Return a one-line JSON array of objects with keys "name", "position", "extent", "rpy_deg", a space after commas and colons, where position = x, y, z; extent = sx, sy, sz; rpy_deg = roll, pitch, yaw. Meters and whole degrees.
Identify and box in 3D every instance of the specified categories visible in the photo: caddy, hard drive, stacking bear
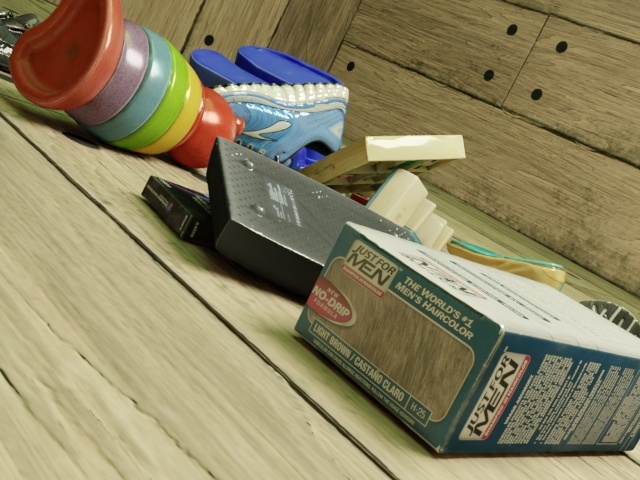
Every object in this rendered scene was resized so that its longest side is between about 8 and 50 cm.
[{"name": "caddy", "position": [-0.109, -0.231, 1.551], "extent": [0.241, 0.179, 0.341], "rpy_deg": [-15, 37, -41]}, {"name": "hard drive", "position": [0.000, 0.000, 0.850], "extent": [0.255, 0.054, 0.172], "rpy_deg": [25, 27, -27]}, {"name": "stacking bear", "position": [-0.223, -0.186, 1.095], "extent": [0.289, 0.175, 0.164], "rpy_deg": [29, 26, -51]}]

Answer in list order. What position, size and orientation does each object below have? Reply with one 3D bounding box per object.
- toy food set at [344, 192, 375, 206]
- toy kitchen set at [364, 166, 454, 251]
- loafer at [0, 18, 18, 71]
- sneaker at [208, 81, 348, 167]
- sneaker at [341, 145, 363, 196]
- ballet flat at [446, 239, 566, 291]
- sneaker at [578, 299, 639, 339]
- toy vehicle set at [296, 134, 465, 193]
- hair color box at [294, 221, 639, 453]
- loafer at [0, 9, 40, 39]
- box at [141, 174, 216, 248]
[{"name": "toy food set", "position": [0.102, -0.102, 1.561], "extent": [0.104, 0.111, 0.232], "rpy_deg": [25, -2, -4]}, {"name": "toy kitchen set", "position": [0.089, -0.034, 1.306], "extent": [0.166, 0.122, 0.207], "rpy_deg": [33, -8, 37]}, {"name": "loafer", "position": [-0.487, -0.301, 1.214], "extent": [0.223, 0.078, 0.076], "rpy_deg": [19, 12, -34]}, {"name": "sneaker", "position": [-0.104, -0.168, 1.306], "extent": [0.330, 0.147, 0.130], "rpy_deg": [-5, 7, -23]}, {"name": "sneaker", "position": [0.102, -0.136, 1.818], "extent": [0.146, 0.122, 0.330], "rpy_deg": [8, 13, -16]}, {"name": "ballet flat", "position": [0.290, 0.053, 1.381], "extent": [0.080, 0.073, 0.232], "rpy_deg": [14, 1, -41]}, {"name": "sneaker", "position": [0.494, 0.164, 1.351], "extent": [0.208, 0.081, 0.094], "rpy_deg": [33, 3, 2]}, {"name": "toy vehicle set", "position": [0.079, -0.113, 1.302], "extent": [0.166, 0.035, 0.267], "rpy_deg": [-4, -6, -26]}, {"name": "hair color box", "position": [0.161, 0.096, 0.741], "extent": [0.347, 0.105, 0.174], "rpy_deg": [16, 14, -47]}, {"name": "loafer", "position": [-0.457, -0.323, 1.354], "extent": [0.302, 0.095, 0.109], "rpy_deg": [16, 14, -46]}, {"name": "box", "position": [-0.096, -0.016, 0.885], "extent": [0.162, 0.029, 0.116], "rpy_deg": [17, 13, -38]}]
